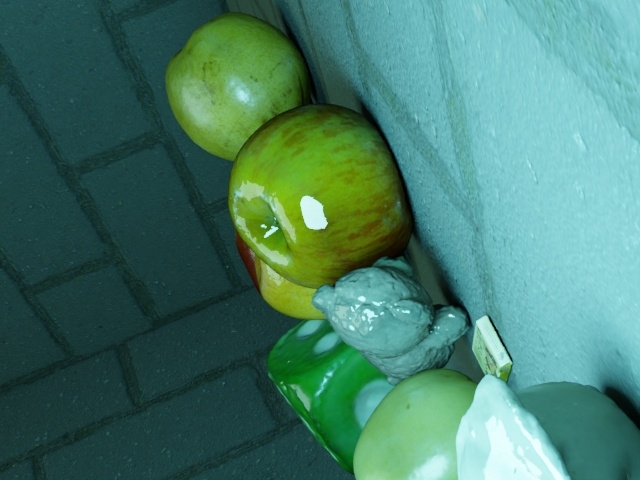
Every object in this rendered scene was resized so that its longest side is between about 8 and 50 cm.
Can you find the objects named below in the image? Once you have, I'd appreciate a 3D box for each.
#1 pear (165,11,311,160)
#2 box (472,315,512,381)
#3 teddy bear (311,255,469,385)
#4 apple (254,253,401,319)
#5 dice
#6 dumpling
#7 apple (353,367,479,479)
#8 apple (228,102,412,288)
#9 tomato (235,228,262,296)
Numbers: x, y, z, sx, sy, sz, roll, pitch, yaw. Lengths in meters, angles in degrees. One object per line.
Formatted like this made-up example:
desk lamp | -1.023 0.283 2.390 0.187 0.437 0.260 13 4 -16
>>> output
pear | -0.166 -0.318 2.114 0.314 0.315 0.314 157 90 -87
box | 0.234 0.157 1.382 0.149 0.020 0.073 76 171 -67
teddy bear | 0.103 0.117 1.510 0.267 0.236 0.151 52 -131 -52
apple | 0.000 0.000 1.903 0.299 0.275 0.298 162 90 -89
dice | 0.071 0.320 2.269 0.297 0.287 0.300 53 172 -21
dumpling | 0.242 0.225 0.883 0.227 0.243 0.175 32 109 53
apple | 0.179 0.316 1.454 0.262 0.263 0.262 157 90 -87
apple | -0.008 -0.062 1.592 0.301 0.302 0.301 157 90 -87
tomato | -0.034 0.018 2.345 0.293 0.290 0.325 64 -176 -4
